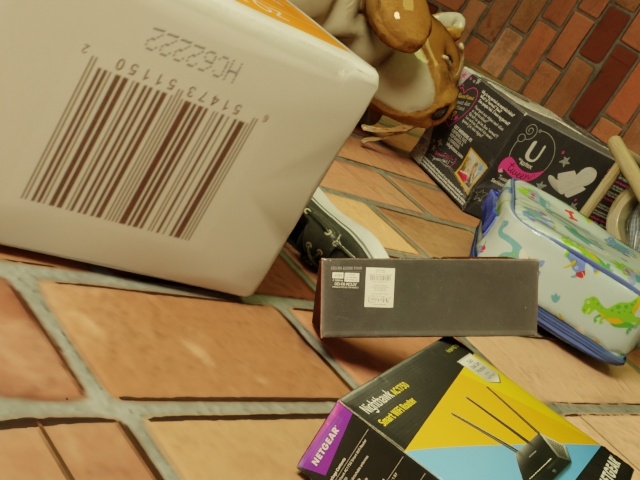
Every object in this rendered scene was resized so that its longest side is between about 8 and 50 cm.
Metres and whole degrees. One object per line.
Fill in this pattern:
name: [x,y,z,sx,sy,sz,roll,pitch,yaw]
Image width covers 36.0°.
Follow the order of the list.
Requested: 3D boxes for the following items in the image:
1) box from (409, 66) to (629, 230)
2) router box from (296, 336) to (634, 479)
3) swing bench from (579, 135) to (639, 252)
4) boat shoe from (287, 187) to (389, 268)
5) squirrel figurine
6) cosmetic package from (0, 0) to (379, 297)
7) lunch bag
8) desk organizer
box: [0.269,-0.094,1.249,0.247,0.142,0.163,21,20,-32]
router box: [0.083,0.116,0.501,0.133,0.046,0.179,35,16,16]
swing bench: [0.426,0.044,1.098,0.253,0.165,0.254,20,21,-35]
boat shoe: [0.000,0.000,0.702,0.040,0.049,0.142,-22,50,-28]
squirrel figurine: [0.006,-0.295,1.163,0.370,0.281,0.397,25,20,-42]
cosmetic package: [-0.190,-0.170,0.639,0.230,0.161,0.453,16,23,-43]
lunch bag: [0.228,0.022,0.942,0.176,0.090,0.219,33,17,1]
desk organizer: [0.061,0.032,0.595,0.130,0.047,0.050,0,3,-9]
